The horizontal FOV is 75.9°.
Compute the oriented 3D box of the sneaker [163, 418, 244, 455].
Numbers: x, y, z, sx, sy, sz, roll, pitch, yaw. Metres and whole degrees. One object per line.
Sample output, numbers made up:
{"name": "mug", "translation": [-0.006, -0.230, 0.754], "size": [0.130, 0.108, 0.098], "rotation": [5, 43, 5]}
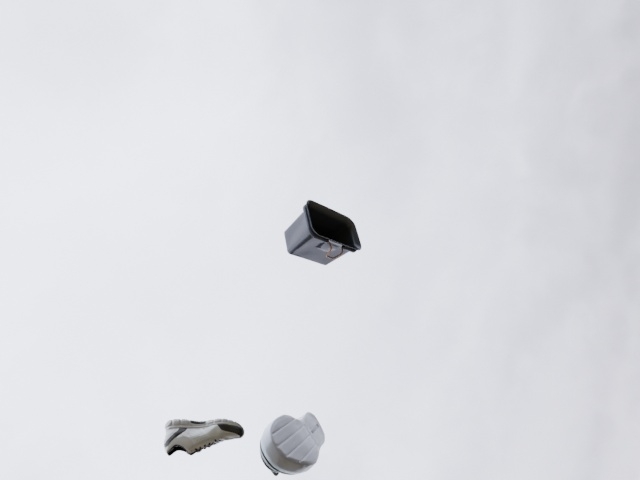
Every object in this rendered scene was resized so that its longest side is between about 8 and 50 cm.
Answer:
{"name": "sneaker", "translation": [-0.158, 0.270, 0.558], "size": [0.108, 0.044, 0.040], "rotation": [-1, -47, -4]}

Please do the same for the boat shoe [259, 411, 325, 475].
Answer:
{"name": "boat shoe", "translation": [-0.075, 0.474, 0.926], "size": [0.119, 0.121, 0.335], "rotation": [-38, -24, -1]}

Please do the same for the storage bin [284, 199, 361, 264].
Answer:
{"name": "storage bin", "translation": [0.000, 0.000, 0.797], "size": [0.135, 0.091, 0.098], "rotation": [19, -136, -39]}
